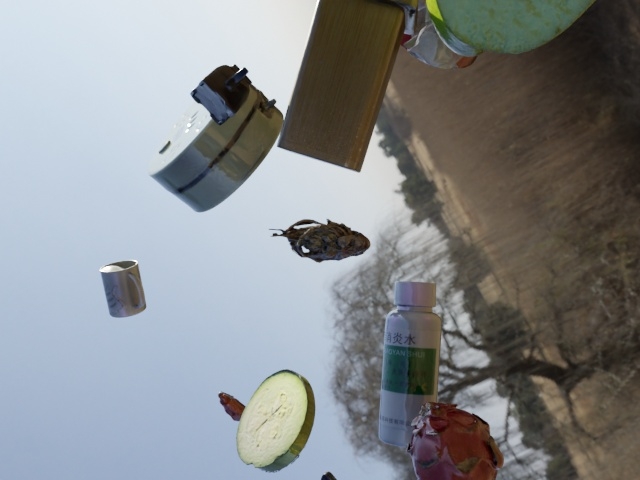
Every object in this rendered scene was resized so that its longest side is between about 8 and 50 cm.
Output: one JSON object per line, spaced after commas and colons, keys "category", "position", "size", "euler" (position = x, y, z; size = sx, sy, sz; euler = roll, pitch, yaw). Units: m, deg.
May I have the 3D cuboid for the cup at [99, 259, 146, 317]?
{"category": "cup", "position": [-0.511, 0.129, 1.725], "size": [0.136, 0.099, 0.133], "euler": [-143, 45, -68]}

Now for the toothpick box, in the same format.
{"category": "toothpick box", "position": [0.043, -0.292, 1.204], "size": [0.188, 0.308, 0.190], "euler": [18, -175, 5]}

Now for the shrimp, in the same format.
{"category": "shrimp", "position": [0.000, -0.001, 1.119], "size": [0.190, 0.074, 0.073], "euler": [13, 174, -29]}

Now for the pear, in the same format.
{"category": "pear", "position": [0.267, -0.391, 0.952], "size": [0.292, 0.292, 0.159], "euler": [57, -157, -17]}

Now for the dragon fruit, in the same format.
{"category": "dragon fruit", "position": [0.194, 0.311, 0.943], "size": [0.136, 0.133, 0.165], "euler": [32, -132, -60]}

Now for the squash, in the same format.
{"category": "squash", "position": [-0.092, 0.384, 1.420], "size": [0.041, 0.219, 0.219], "euler": [37, -157, -33]}

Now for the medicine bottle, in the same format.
{"category": "medicine bottle", "position": [0.148, 0.197, 1.078], "size": [0.095, 0.095, 0.259], "euler": [25, -110, -71]}

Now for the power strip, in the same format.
{"category": "power strip", "position": [-0.251, -0.250, 1.625], "size": [0.161, 0.357, 0.357], "euler": [41, -161, -25]}

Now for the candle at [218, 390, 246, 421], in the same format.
{"category": "candle", "position": [-0.245, 0.461, 1.844], "size": [0.048, 0.053, 0.162], "euler": [22, 156, 35]}

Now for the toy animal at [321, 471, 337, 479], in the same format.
{"category": "toy animal", "position": [-0.012, 0.522, 1.157], "size": [0.121, 0.210, 0.117], "euler": [41, -161, -8]}

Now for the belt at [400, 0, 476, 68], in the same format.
{"category": "belt", "position": [0.269, -0.489, 1.452], "size": [0.227, 0.115, 0.323], "euler": [24, -141, -2]}

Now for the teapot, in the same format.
{"category": "teapot", "position": [-0.178, -0.292, 1.271], "size": [0.087, 0.096, 0.177], "euler": [45, 163, -14]}
